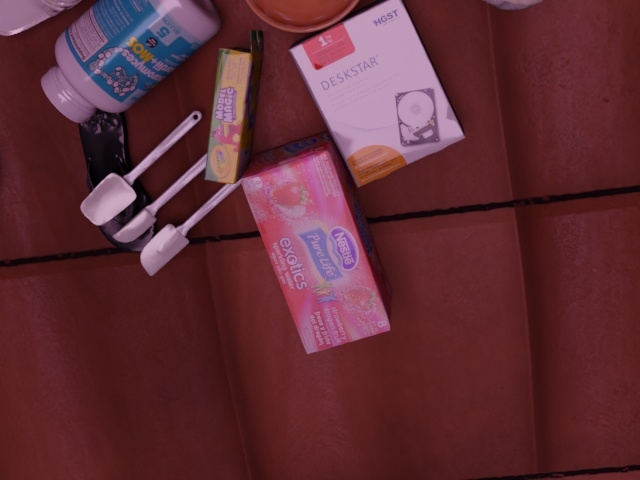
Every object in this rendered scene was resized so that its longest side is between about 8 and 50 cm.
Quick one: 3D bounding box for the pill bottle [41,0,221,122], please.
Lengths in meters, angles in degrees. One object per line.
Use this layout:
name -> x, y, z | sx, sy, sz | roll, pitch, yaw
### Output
pill bottle -> -0.285, -0.287, 1.429 | 0.264, 0.146, 0.146 | -37, 102, 16

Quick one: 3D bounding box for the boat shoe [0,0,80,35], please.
boat shoe -> -0.385, -0.382, 1.415 | 0.277, 0.096, 0.098 | -35, 135, 15

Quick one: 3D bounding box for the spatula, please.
spatula -> -0.236, -0.079, 1.526 | 0.242, 0.019, 0.168 | -43, 108, 3

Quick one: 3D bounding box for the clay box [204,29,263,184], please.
clay box -> -0.126, -0.203, 1.445 | 0.053, 0.127, 0.222 | 8, 102, 3

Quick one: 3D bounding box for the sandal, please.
sandal -> -0.334, -0.094, 1.547 | 0.097, 0.054, 0.254 | -12, 108, 9

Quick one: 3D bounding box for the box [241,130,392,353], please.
box -> 0.000, 0.000, 1.501 | 0.142, 0.154, 0.300 | -17, 106, 10

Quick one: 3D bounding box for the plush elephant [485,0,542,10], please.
plush elephant -> 0.247, -0.451, 1.257 | 0.255, 0.272, 0.330 | -34, 136, -6

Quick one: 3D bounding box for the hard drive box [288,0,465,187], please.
hard drive box -> 0.085, -0.225, 1.450 | 0.181, 0.089, 0.232 | -25, 105, 12

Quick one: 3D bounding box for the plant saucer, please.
plant saucer -> -0.022, -0.398, 1.402 | 0.200, 0.037, 0.200 | 0, 92, 13
